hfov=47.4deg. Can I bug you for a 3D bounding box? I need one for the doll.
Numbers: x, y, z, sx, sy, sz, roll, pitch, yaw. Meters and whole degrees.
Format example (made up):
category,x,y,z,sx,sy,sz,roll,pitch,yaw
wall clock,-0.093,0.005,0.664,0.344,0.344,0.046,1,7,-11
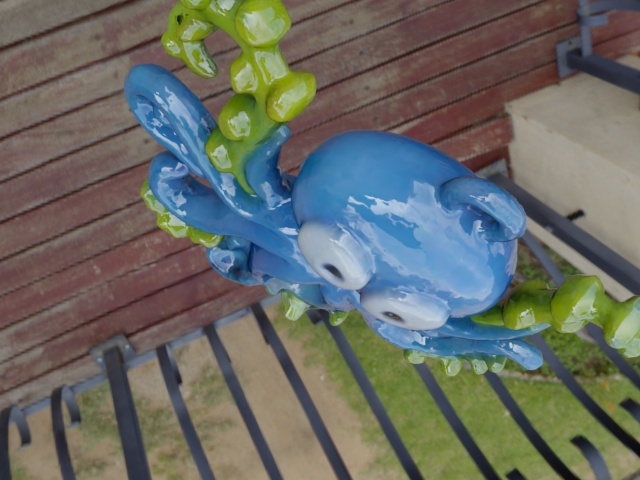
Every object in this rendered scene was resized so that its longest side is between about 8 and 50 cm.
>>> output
category,x,y,z,sx,sy,sz,roll,pitch,yaw
doll,0.000,0.000,0.499,0.346,0.341,0.099,43,60,-17
